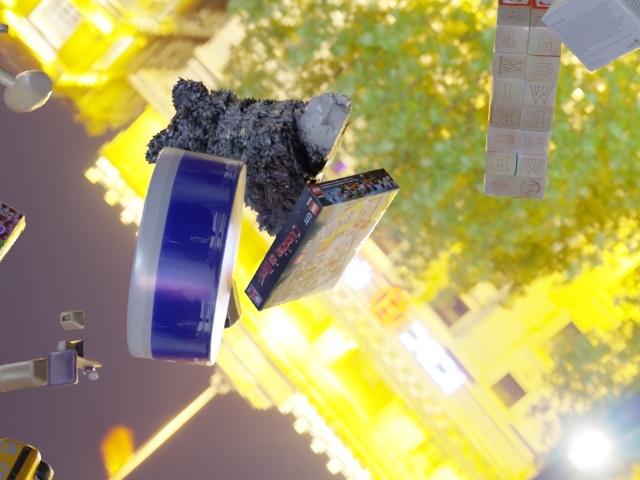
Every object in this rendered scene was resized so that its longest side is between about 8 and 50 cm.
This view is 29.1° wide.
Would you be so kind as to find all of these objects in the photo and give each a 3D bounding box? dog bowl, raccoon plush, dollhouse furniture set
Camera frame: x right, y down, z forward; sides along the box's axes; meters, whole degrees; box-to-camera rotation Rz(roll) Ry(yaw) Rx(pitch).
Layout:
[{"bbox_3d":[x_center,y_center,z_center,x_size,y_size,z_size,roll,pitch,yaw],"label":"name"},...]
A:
[{"bbox_3d":[-0.164,0.021,1.544,0.104,0.265,0.265,9,-156,-1],"label":"dog bowl"},{"bbox_3d":[-0.113,-0.199,1.950,0.299,0.446,0.216,27,-119,0],"label":"raccoon plush"},{"bbox_3d":[-0.325,0.142,1.485,0.081,0.114,0.091,40,-138,-65],"label":"dollhouse furniture set"}]

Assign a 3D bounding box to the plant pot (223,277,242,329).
[{"bbox_3d":[-0.206,0.117,2.341,0.096,0.109,0.109,-7,-95,-68],"label":"plant pot"}]

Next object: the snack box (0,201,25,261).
[{"bbox_3d":[-0.614,0.006,2.022,0.174,0.207,0.070,30,163,-1],"label":"snack box"}]

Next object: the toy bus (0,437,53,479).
[{"bbox_3d":[-0.390,0.348,1.442,0.130,0.333,0.108,19,-129,6],"label":"toy bus"}]

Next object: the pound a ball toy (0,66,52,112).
[{"bbox_3d":[-0.502,-0.158,1.431,0.319,0.136,0.208,26,-116,-20],"label":"pound a ball toy"}]

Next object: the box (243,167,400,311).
[{"bbox_3d":[0.000,0.000,1.807,0.159,0.233,0.044,-15,-122,-42],"label":"box"}]

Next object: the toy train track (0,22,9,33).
[{"bbox_3d":[-0.380,-0.229,1.335,0.014,0.083,0.048,84,-176,-50],"label":"toy train track"}]

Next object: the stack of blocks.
[{"bbox_3d":[0.279,-0.223,1.699,0.297,0.087,0.171,87,-170,-46],"label":"stack of blocks"}]

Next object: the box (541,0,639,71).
[{"bbox_3d":[0.315,-0.257,1.330,0.087,0.102,0.101,44,-122,-15],"label":"box"}]
